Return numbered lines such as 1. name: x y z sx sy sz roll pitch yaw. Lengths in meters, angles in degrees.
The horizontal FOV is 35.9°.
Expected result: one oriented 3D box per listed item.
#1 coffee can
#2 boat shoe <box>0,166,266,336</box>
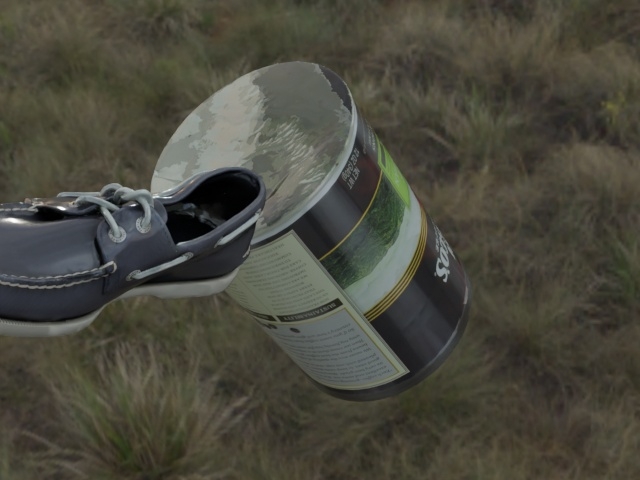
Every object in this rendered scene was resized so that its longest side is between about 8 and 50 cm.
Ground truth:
1. coffee can: 0.000 0.000 0.928 0.201 0.275 0.202 -18 47 21
2. boat shoe: -0.099 -0.008 0.459 0.075 0.065 0.206 45 25 22
